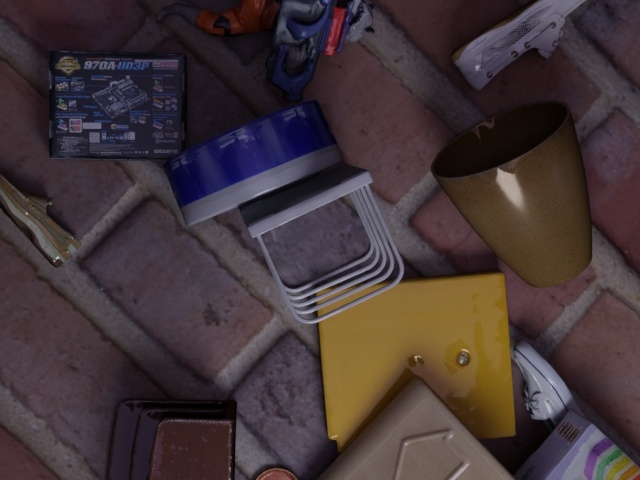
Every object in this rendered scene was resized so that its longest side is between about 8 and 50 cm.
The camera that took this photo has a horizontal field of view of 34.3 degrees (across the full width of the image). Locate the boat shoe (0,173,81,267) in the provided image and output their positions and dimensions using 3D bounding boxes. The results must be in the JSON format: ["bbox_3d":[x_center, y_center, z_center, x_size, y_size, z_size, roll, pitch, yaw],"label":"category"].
[{"bbox_3d":[-0.465,-0.048,1.681,0.072,0.068,0.190,-42,106,-14],"label":"boat shoe"}]

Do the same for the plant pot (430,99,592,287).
[{"bbox_3d":[0.340,-0.060,1.682,0.237,0.237,0.254,-31,110,-3],"label":"plant pot"}]

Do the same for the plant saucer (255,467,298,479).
[{"bbox_3d":[-0.075,0.426,1.760,0.083,0.013,0.084,0,93,-4],"label":"plant saucer"}]

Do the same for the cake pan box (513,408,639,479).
[{"bbox_3d":[0.419,0.452,1.734,0.267,0.070,0.246,-49,116,-4],"label":"cake pan box"}]

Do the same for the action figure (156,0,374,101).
[{"bbox_3d":[-0.058,-0.417,1.640,0.330,0.178,0.341,20,116,-11],"label":"action figure"}]

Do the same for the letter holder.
[{"bbox_3d":[-0.247,0.419,1.678,0.214,0.152,0.302,2,93,-3],"label":"letter holder"}]

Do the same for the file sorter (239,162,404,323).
[{"bbox_3d":[0.000,0.000,1.616,0.192,0.278,0.173,-25,99,-3],"label":"file sorter"}]

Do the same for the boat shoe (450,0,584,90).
[{"bbox_3d":[0.354,-0.344,1.717,0.277,0.098,0.096,-32,96,7],"label":"boat shoe"}]

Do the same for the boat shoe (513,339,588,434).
[{"bbox_3d":[0.385,0.275,1.756,0.075,0.083,0.226,-38,96,-3],"label":"boat shoe"}]

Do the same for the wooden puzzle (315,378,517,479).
[{"bbox_3d":[0.166,0.450,1.658,0.322,0.080,0.348,-48,64,10],"label":"wooden puzzle"}]

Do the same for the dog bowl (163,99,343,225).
[{"bbox_3d":[-0.104,-0.119,1.602,0.264,0.265,0.104,-23,93,-3],"label":"dog bowl"}]

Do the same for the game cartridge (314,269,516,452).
[{"bbox_3d":[0.161,0.204,1.754,0.323,0.053,0.286,-4,94,-2],"label":"game cartridge"}]

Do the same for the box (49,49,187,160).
[{"bbox_3d":[-0.328,-0.217,1.683,0.220,0.051,0.175,0,93,-5],"label":"box"}]
